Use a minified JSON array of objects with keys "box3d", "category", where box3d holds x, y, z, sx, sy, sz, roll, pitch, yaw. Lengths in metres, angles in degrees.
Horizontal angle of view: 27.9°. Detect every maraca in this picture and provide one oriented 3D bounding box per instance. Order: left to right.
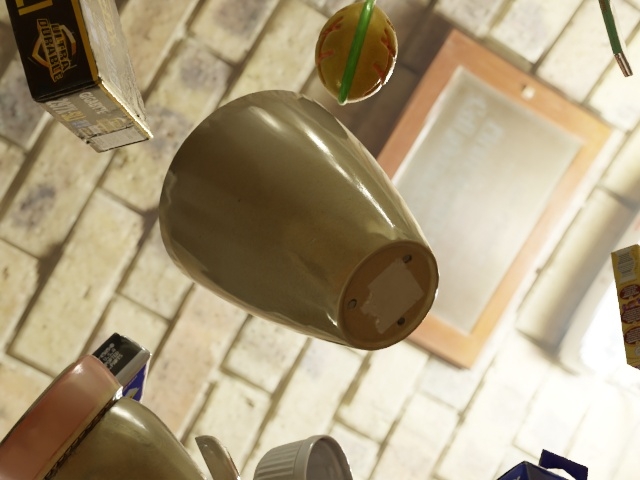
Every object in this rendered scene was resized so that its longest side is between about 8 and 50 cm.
[{"box3d":[0.047,-0.244,1.592,0.185,0.099,0.127,-74,-177,-50],"category":"maraca"}]

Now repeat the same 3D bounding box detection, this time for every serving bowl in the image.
[{"box3d":[-0.103,0.239,1.352,0.027,0.083,0.083,-25,-169,-8],"category":"serving bowl"}]

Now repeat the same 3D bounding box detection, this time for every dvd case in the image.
[{"box3d":[0.326,-0.235,1.432,0.013,0.087,0.119,-16,169,16],"category":"dvd case"}]

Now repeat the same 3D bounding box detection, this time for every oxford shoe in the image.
[{"box3d":[-0.197,0.240,0.943,0.140,0.146,0.397,-52,179,-40],"category":"oxford shoe"}]

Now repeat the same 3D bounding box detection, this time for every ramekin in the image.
[{"box3d":[-0.030,0.429,2.130,0.109,0.207,0.207,-11,-142,23],"category":"ramekin"}]

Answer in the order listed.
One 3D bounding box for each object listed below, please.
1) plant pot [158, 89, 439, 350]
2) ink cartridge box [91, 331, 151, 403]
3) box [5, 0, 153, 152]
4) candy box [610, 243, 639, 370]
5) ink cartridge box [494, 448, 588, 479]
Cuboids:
[{"box3d":[0.000,0.000,1.400,0.274,0.256,0.256,37,-83,48],"category":"plant pot"},{"box3d":[-0.333,0.303,1.576,0.303,0.072,0.307,-49,166,-40],"category":"ink cartridge box"},{"box3d":[-0.281,-0.276,1.392,0.079,0.322,0.257,-17,171,4],"category":"box"},{"box3d":[0.500,0.110,1.962,0.053,0.109,0.186,-24,-124,35],"category":"candy box"},{"box3d":[0.348,0.482,1.767,0.151,0.270,0.395,-45,-146,31],"category":"ink cartridge box"}]
